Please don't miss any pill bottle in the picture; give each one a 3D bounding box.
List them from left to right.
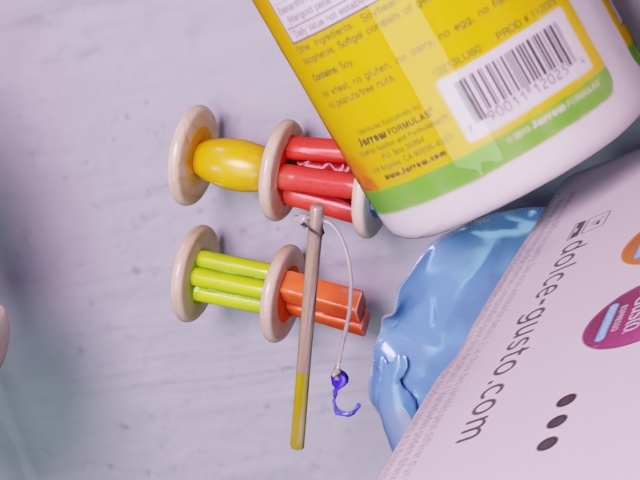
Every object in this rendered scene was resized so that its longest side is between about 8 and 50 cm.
[{"bbox_3d":[0.030,-0.137,0.797,0.136,0.136,0.246,-24,101,34],"label":"pill bottle"}]

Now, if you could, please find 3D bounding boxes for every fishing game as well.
[{"bbox_3d":[0.116,0.066,0.899,0.264,0.041,0.189,4,115,9],"label":"fishing game"}]

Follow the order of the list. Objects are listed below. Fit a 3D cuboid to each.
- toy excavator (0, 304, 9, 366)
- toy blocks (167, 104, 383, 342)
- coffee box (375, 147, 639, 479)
[{"bbox_3d":[-0.342,-0.124,0.860,0.445,0.222,0.433,22,123,6],"label":"toy excavator"},{"bbox_3d":[0.000,0.000,0.929,0.148,0.054,0.123,11,119,19],"label":"toy blocks"},{"bbox_3d":[0.264,0.128,0.664,0.334,0.337,0.338,-21,106,30],"label":"coffee box"}]
